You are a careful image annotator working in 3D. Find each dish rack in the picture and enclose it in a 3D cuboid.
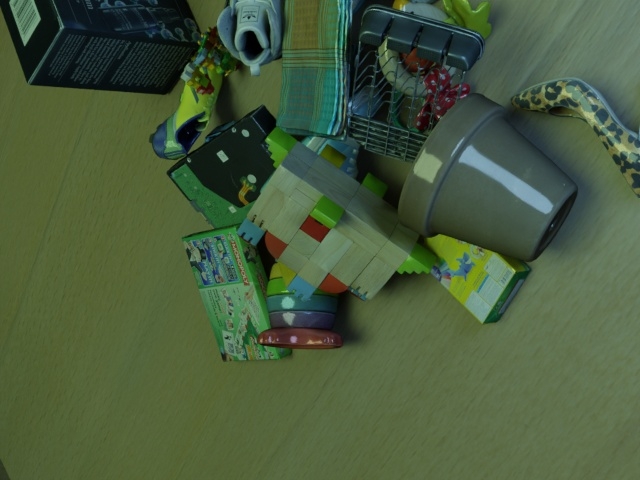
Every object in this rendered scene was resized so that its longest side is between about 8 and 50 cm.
[{"bbox_3d":[0.149,-0.250,1.577,0.208,0.074,0.272,19,140,11],"label":"dish rack"}]

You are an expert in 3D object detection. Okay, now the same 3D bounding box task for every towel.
[{"bbox_3d":[-0.014,-0.379,1.751,0.271,0.040,0.370,18,107,62],"label":"towel"}]

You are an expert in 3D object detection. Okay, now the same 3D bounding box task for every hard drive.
[{"bbox_3d":[-0.168,-0.134,2.060,0.339,0.064,0.237,-26,107,44],"label":"hard drive"}]

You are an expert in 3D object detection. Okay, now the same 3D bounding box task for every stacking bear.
[{"bbox_3d":[-0.038,0.080,1.954,0.164,0.175,0.289,90,-178,-80],"label":"stacking bear"}]

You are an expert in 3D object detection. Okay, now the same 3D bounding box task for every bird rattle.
[{"bbox_3d":[0.190,-0.326,1.658,0.143,0.206,0.254,34,109,60],"label":"bird rattle"}]

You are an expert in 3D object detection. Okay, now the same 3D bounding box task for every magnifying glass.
[{"bbox_3d":[0.159,-0.315,1.805,0.092,0.026,0.231,-23,76,45],"label":"magnifying glass"}]

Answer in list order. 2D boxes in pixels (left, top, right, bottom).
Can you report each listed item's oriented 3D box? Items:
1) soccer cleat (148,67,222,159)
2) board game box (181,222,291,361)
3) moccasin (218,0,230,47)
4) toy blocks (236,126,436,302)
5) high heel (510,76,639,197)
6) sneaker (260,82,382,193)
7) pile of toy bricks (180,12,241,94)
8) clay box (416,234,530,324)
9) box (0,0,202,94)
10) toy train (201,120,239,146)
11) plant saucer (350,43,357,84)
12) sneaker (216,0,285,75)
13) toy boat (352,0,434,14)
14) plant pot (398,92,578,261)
[{"bbox_3d":[-0.286,-0.299,2.156,0.121,0.093,0.289,6,54,34],"label":"soccer cleat"},{"bbox_3d":[-0.197,0.125,2.145,0.213,0.046,0.317,-10,101,46],"label":"board game box"},{"bbox_3d":[-0.145,-0.579,2.038,0.137,0.116,0.342,24,110,43],"label":"moccasin"},{"bbox_3d":[0.000,0.000,1.777,0.381,0.191,0.261,35,129,-3],"label":"toy blocks"},{"bbox_3d":[0.420,-0.164,1.486,0.261,0.093,0.186,4,89,38],"label":"high heel"},{"bbox_3d":[0.054,-0.147,1.878,0.208,0.127,0.319,43,99,-6],"label":"sneaker"},{"bbox_3d":[-0.233,-0.427,2.154,0.118,0.105,0.212,-35,28,36],"label":"pile of toy bricks"},{"bbox_3d":[0.267,0.033,1.697,0.222,0.053,0.127,49,126,34],"label":"clay box"},{"bbox_3d":[-0.534,-0.540,2.252,0.212,0.395,0.294,-42,64,39],"label":"box"},{"bbox_3d":[-0.193,-0.231,2.125,0.184,0.105,0.080,-12,121,40],"label":"toy train"},{"bbox_3d":[0.037,-0.320,1.939,0.067,0.018,0.192,26,111,43],"label":"plant saucer"},{"bbox_3d":[-0.126,-0.518,1.880,0.137,0.210,0.366,2,121,9],"label":"sneaker"},{"bbox_3d":[0.088,-0.521,1.798,0.318,0.148,0.268,37,114,47],"label":"toy boat"},{"bbox_3d":[0.293,-0.081,1.550,0.229,0.263,0.263,33,118,19],"label":"plant pot"}]
